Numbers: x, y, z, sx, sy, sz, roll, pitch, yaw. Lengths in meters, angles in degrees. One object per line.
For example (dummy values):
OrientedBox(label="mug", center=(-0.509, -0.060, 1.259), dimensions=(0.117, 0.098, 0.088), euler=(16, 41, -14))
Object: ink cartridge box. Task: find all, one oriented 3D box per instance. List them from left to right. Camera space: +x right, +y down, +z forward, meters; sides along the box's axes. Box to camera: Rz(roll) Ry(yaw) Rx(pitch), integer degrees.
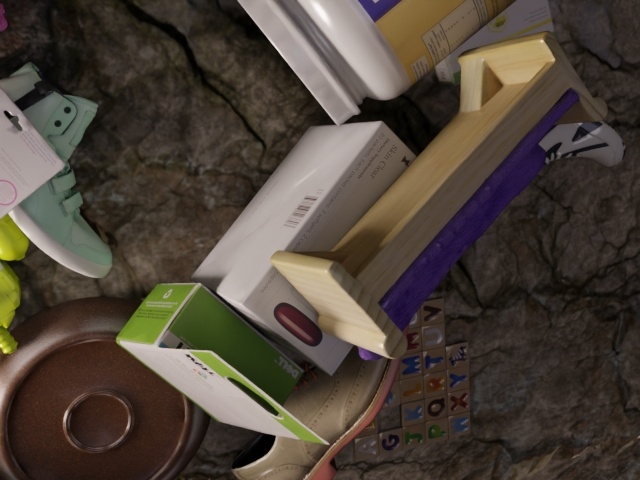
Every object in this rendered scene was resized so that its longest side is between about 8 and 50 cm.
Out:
OrientedBox(label="ink cartridge box", center=(-0.100, 0.141, 0.921), dimensions=(0.189, 0.255, 0.097), euler=(44, 63, -24))
OrientedBox(label="ink cartridge box", center=(0.211, -0.350, 1.054), dimensions=(0.171, 0.056, 0.235), euler=(-24, 111, -12))

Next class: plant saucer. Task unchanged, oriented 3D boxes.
OrientedBox(label="plant saucer", center=(-0.290, 0.228, 1.020), dimensions=(0.310, 0.050, 0.310), euler=(-4, 103, -18))

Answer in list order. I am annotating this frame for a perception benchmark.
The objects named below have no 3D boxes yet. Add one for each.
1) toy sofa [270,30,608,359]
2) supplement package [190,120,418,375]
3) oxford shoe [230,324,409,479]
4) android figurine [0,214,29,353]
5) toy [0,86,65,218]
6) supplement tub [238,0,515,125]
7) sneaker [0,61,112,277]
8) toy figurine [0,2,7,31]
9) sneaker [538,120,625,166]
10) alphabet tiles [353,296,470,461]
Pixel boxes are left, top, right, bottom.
OrientedBox(label="toy sofa", center=(0.140, -0.036, 0.828), dimensions=(0.362, 0.150, 0.177), euler=(-47, 111, -16))
OrientedBox(label="supplement package", center=(0.000, 0.000, 0.963), dimensions=(0.145, 0.204, 0.262), euler=(41, 79, -23))
OrientedBox(label="oxford shoe", center=(0.001, 0.211, 1.076), dimensions=(0.130, 0.123, 0.348), euler=(29, 93, -14))
OrientedBox(label="android figurine", center=(-0.465, 0.041, 0.910), dimensions=(0.248, 0.056, 0.273), euler=(-31, 109, -10))
OrientedBox(label="toy", center=(-0.399, -0.065, 0.836), dimensions=(0.237, 0.056, 0.137), euler=(-37, 101, 6))
OrientedBox(label="supplement tub", center=(0.086, -0.315, 0.900), dimensions=(0.331, 0.241, 0.241), euler=(-39, 112, 6))
OrientedBox(label="sneaker", center=(-0.296, -0.082, 0.912), dimensions=(0.151, 0.094, 0.256), euler=(-38, 109, 0))
OrientedBox(label="toy figurine", center=(-0.399, -0.266, 0.841), dimensions=(0.173, 0.130, 0.159), euler=(-31, 124, -23))
OrientedBox(label="sneaker", center=(0.319, -0.131, 1.127), dimensions=(0.235, 0.094, 0.153), euler=(28, 101, -30))
OrientedBox(label="alphabet tiles", center=(0.137, 0.208, 1.185), dimensions=(0.198, 0.009, 0.237), euler=(-9, 106, -17))
